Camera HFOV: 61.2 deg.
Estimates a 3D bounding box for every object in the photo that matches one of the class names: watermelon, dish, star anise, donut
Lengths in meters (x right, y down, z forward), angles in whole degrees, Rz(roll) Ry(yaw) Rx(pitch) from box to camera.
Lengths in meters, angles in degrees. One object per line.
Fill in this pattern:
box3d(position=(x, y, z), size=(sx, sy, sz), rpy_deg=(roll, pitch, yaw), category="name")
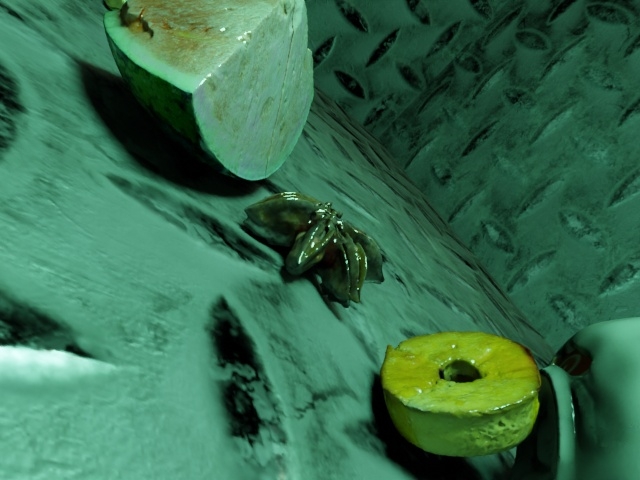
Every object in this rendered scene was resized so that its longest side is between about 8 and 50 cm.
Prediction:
box3d(position=(-0.158, -0.223, 0.759), size=(0.222, 0.319, 0.292), rpy_deg=(19, -29, 10), category="watermelon")
box3d(position=(0.273, 0.232, 0.573), size=(0.124, 0.324, 0.324), rpy_deg=(8, 13, 9), category="dish")
box3d(position=(0.000, 0.000, 0.753), size=(0.229, 0.093, 0.236), rpy_deg=(35, 14, -13), category="star anise")
box3d(position=(0.153, 0.167, 0.592), size=(0.190, 0.174, 0.074), rpy_deg=(-108, -167, -77), category="donut")

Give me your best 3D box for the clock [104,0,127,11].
box3d(position=(-0.335, -0.445, 1.060), size=(0.170, 0.069, 0.232), rpy_deg=(29, 23, -43), category="clock")
